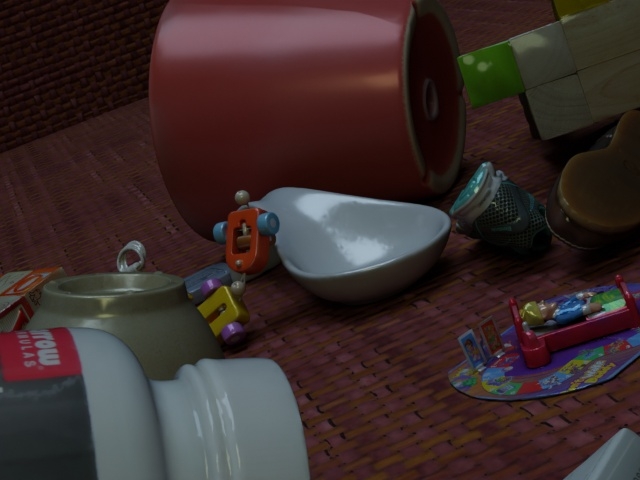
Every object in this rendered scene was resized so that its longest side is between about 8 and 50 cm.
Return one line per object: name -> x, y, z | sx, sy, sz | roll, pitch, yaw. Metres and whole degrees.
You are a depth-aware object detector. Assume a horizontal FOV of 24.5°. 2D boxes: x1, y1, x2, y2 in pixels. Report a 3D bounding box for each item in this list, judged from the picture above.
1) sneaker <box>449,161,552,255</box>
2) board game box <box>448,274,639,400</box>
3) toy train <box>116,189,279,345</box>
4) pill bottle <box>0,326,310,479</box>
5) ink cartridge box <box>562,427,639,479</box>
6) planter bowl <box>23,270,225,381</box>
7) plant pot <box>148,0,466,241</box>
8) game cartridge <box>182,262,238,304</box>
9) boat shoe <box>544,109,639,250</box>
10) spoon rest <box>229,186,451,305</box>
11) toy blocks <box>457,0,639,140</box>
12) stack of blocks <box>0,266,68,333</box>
sneaker -> 0.150, -0.015, 1.174 | 0.065, 0.076, 0.166 | -56, -10, 7
board game box -> 0.161, 0.050, 0.961 | 0.168, 0.033, 0.133 | -31, 18, -37
toy train -> -0.095, 0.034, 1.229 | 0.166, 0.125, 0.046 | -15, -22, 34
pill bottle -> -0.173, 0.133, 0.712 | 0.318, 0.176, 0.176 | -3, 10, -17
ink cartridge box -> 0.060, 0.169, 0.579 | 0.145, 0.045, 0.179 | -40, -12, -52
planter bowl -> -0.139, 0.080, 1.000 | 0.162, 0.109, 0.162 | -2, 9, 0
plant pot -> 0.000, -0.133, 1.442 | 0.243, 0.275, 0.275 | -2, 20, 22
game cartridge -> -0.115, 0.044, 1.377 | 0.083, 0.017, 0.056 | -27, 13, -27
boat shoe -> 0.220, -0.034, 1.141 | 0.207, 0.073, 0.073 | -35, -17, -54
spoon rest -> 0.000, 0.000, 1.254 | 0.137, 0.084, 0.276 | -28, 16, -30
toy blocks -> 0.323, -0.189, 1.399 | 0.381, 0.191, 0.261 | -19, 3, 6
stack of blocks -> -0.336, 0.109, 1.234 | 0.297, 0.087, 0.171 | -6, 26, 47
